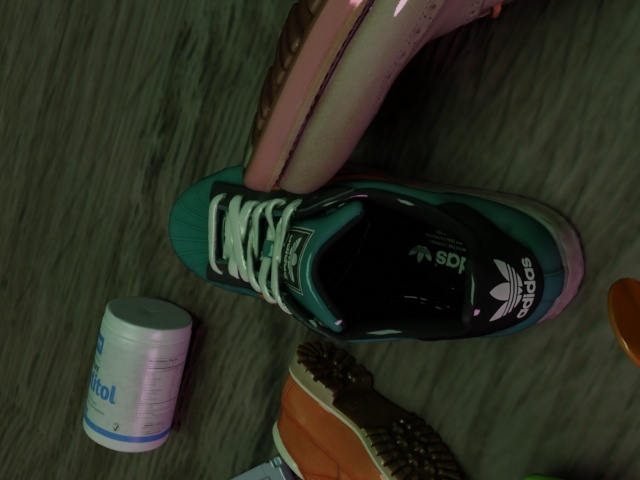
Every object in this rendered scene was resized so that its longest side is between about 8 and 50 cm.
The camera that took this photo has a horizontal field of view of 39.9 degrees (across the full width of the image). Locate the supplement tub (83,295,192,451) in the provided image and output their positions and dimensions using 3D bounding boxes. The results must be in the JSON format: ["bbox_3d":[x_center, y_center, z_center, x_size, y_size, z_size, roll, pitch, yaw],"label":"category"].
[{"bbox_3d":[-0.145,0.105,0.698,0.071,0.071,0.107,22,107,32],"label":"supplement tub"}]

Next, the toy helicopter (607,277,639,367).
[{"bbox_3d":[0.270,0.085,0.342,0.235,0.140,0.355,-15,109,39],"label":"toy helicopter"}]

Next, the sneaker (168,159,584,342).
[{"bbox_3d":[0.000,0.000,0.555,0.302,0.121,0.108,6,97,35],"label":"sneaker"}]

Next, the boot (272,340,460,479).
[{"bbox_3d":[0.027,0.148,0.593,0.158,0.059,0.084,42,119,34],"label":"boot"}]

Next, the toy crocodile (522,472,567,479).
[{"bbox_3d":[0.168,0.298,0.479,0.115,0.105,0.340,145,115,-69],"label":"toy crocodile"}]

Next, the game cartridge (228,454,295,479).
[{"bbox_3d":[-0.047,0.202,0.671,0.083,0.017,0.056,-33,72,33],"label":"game cartridge"}]

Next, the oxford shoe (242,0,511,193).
[{"bbox_3d":[0.098,-0.163,0.446,0.147,0.140,0.397,30,115,-17],"label":"oxford shoe"}]
